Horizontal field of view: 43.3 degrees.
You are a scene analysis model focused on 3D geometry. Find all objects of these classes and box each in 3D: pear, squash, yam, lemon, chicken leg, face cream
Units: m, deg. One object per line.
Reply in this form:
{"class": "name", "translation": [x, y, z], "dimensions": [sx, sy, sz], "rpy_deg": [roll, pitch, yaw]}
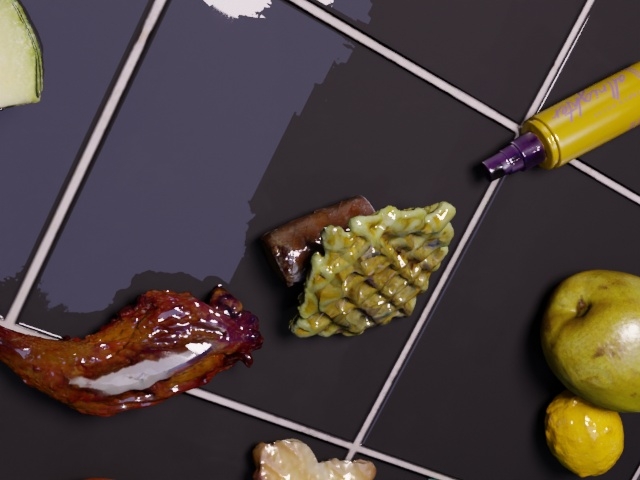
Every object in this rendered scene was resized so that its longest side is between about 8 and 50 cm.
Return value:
{"class": "pear", "translation": [0.406, 0.138, 1.124], "dimensions": [0.200, 0.200, 0.200], "rpy_deg": [-5, 106, -17]}
{"class": "squash", "translation": [-0.394, -0.195, 0.839], "dimensions": [0.192, 0.085, 0.184], "rpy_deg": [-14, 80, -16]}
{"class": "yam", "translation": [0.001, 0.001, 1.010], "dimensions": [0.141, 0.079, 0.079], "rpy_deg": [-24, 111, -13]}
{"class": "lemon", "translation": [0.391, 0.288, 1.195], "dimensions": [0.114, 0.114, 0.155], "rpy_deg": [-27, 116, -9]}
{"class": "chicken leg", "translation": [-0.266, 0.130, 0.952], "dimensions": [0.407, 0.096, 0.158], "rpy_deg": [4, 99, -17]}
{"class": "face cream", "translation": [0.335, -0.150, 1.074], "dimensions": [0.273, 0.078, 0.078], "rpy_deg": [-27, 111, -9]}

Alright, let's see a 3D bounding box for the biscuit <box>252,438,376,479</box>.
{"class": "biscuit", "translation": [-0.019, 0.338, 1.101], "dimensions": [0.183, 0.061, 0.118], "rpy_deg": [22, 72, -21]}

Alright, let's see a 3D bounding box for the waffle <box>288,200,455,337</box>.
{"class": "waffle", "translation": [0.072, 0.045, 1.005], "dimensions": [0.204, 0.054, 0.223], "rpy_deg": [-12, 139, -31]}

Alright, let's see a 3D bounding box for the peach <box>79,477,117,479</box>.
{"class": "peach", "translation": [-0.267, 0.388, 0.969], "dimensions": [0.190, 0.192, 0.190], "rpy_deg": [-6, 102, -27]}

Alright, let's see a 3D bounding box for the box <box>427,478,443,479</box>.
{"class": "box", "translation": [0.294, 0.482, 1.189], "dimensions": [0.311, 0.118, 0.205], "rpy_deg": [17, 82, -21]}
